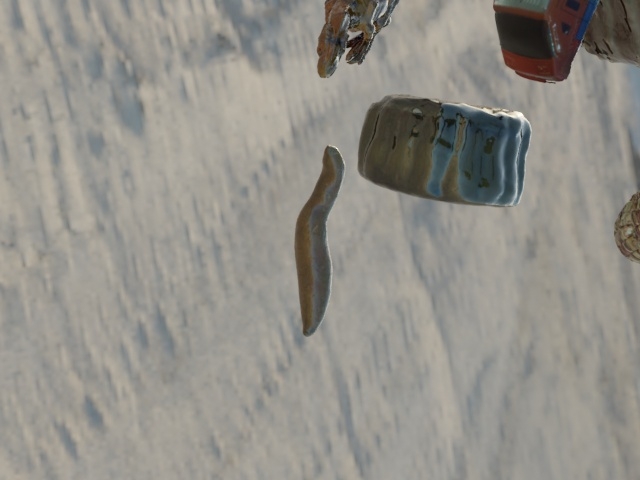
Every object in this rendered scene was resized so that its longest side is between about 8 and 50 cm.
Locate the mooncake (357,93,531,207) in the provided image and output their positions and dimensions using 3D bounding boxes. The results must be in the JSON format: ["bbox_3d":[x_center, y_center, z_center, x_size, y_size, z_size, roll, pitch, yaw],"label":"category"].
[{"bbox_3d":[0.204,-0.154,2.191,0.290,0.290,0.161,-18,119,-74],"label":"mooncake"}]

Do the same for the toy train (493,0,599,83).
[{"bbox_3d":[0.266,-0.362,1.314,0.089,0.086,0.409,17,95,-38],"label":"toy train"}]

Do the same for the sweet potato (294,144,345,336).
[{"bbox_3d":[-0.005,0.000,1.224,0.044,0.044,0.179,-10,107,-74],"label":"sweet potato"}]

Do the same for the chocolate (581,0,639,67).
[{"bbox_3d":[0.431,-0.321,1.676,0.340,0.225,0.210,32,-37,55],"label":"chocolate"}]

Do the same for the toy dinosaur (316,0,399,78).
[{"bbox_3d":[0.080,-0.368,1.889,0.432,0.097,0.208,-58,-175,-26],"label":"toy dinosaur"}]

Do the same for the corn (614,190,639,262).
[{"bbox_3d":[0.453,-0.028,1.772,0.290,0.098,0.098,53,30,-79],"label":"corn"}]
